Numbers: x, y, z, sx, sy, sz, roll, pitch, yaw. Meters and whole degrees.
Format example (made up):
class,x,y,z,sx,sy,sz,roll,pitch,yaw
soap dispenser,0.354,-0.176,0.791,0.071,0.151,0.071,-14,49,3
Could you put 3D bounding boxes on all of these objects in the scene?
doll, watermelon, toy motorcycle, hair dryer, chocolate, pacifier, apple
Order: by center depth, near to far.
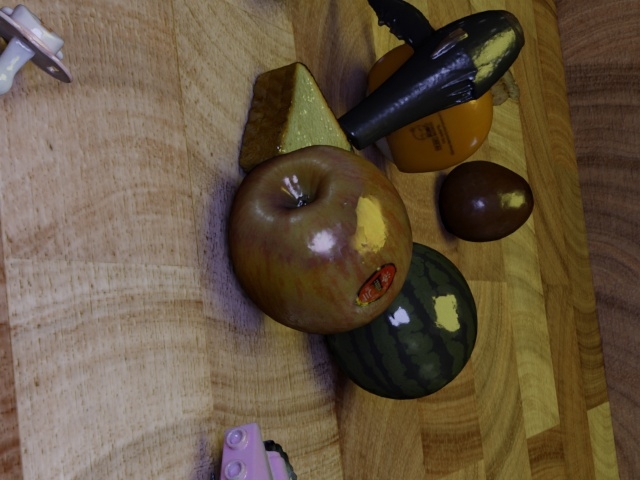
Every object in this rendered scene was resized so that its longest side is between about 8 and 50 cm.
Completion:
class,x,y,z,sx,sy,sz,roll,pitch,yaw
pacifier,-0.260,-0.155,0.998,0.099,0.081,0.078,40,75,-24
toy motorcycle,-0.071,0.326,1.157,0.188,0.143,0.327,56,26,-45
apple,0.000,0.000,1.354,0.188,0.211,0.211,58,32,-44
watermelon,0.108,0.108,1.568,0.212,0.212,0.212,-9,90,-67
hair dryer,0.091,-0.299,1.722,0.359,0.304,0.120,51,-11,33
doll,0.166,-0.229,1.854,0.236,0.213,0.213,-93,161,-50
chocolate,0.306,-0.075,2.159,0.177,0.177,0.176,-9,90,-67

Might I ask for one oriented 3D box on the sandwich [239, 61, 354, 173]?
class,x,y,z,sx,sy,sz,roll,pitch,yaw
sandwich,-0.022,-0.103,1.520,0.214,0.065,0.186,54,34,-46

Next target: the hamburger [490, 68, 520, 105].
class,x,y,z,sx,sy,sz,roll,pitch,yaw
hamburger,0.297,-0.347,2.309,0.262,0.124,0.131,39,28,-64
